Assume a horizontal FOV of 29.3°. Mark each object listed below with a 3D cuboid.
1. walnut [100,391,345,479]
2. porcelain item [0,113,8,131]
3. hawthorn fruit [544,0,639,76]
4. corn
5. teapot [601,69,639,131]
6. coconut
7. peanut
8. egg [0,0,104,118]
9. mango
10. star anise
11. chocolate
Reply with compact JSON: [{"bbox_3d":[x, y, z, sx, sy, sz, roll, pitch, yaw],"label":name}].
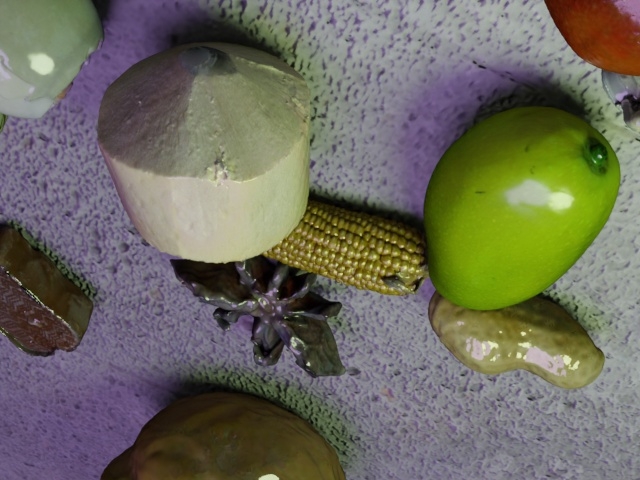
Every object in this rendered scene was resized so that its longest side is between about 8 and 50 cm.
[{"bbox_3d":[-0.141,0.418,1.972,0.383,0.384,0.384,13,142,10],"label":"walnut"},{"bbox_3d":[-0.509,-0.170,1.480,0.253,0.253,0.253,13,142,10],"label":"porcelain item"},{"bbox_3d":[0.284,-0.234,1.090,0.196,0.197,0.225,26,167,-6],"label":"hawthorn fruit"},{"bbox_3d":[0.000,0.000,1.557,0.293,0.106,0.106,15,143,10],"label":"corn"},{"bbox_3d":[0.363,-0.174,1.162,0.077,0.107,0.200,29,144,-27],"label":"teapot"},{"bbox_3d":[-0.123,-0.112,1.377,0.239,0.239,0.244,11,144,13],"label":"coconut"},{"bbox_3d":[0.249,0.125,1.574,0.236,0.120,0.110,23,122,4],"label":"peanut"},{"bbox_3d":[-0.355,-0.246,1.353,0.217,0.183,0.183,39,140,-12],"label":"egg"},{"bbox_3d":[0.205,-0.023,1.382,0.192,0.156,0.343,22,144,-3],"label":"mango"},{"bbox_3d":[-0.070,0.105,1.713,0.198,0.111,0.257,-12,126,36],"label":"star anise"},{"bbox_3d":[-0.451,0.078,1.870,0.148,0.093,0.214,-14,130,39],"label":"chocolate"}]
